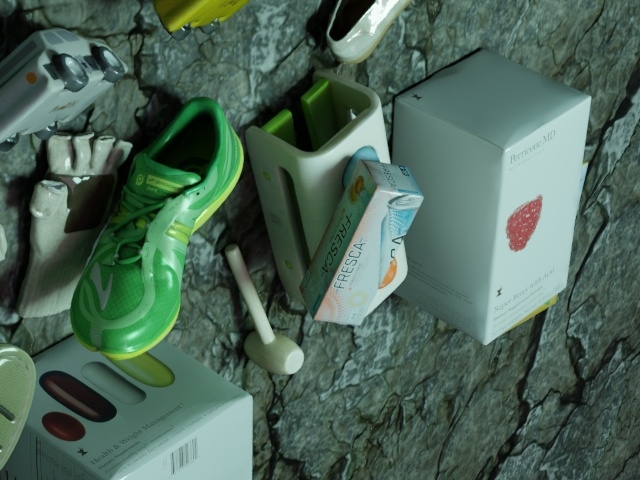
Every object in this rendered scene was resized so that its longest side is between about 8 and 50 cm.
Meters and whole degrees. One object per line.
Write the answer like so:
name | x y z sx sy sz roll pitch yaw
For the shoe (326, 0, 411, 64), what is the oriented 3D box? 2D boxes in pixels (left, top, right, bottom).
shoe | 0.074 -0.292 1.799 0.219 0.076 0.058 -58 152 0

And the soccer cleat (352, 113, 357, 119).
soccer cleat | 0.041 -0.133 1.922 0.036 0.029 0.083 -59 152 -19

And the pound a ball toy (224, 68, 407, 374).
pound a ball toy | 0.000 0.000 1.866 0.208 0.135 0.319 -42 142 -27

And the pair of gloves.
pair of gloves | -0.287 -0.011 1.552 0.240 0.042 0.204 -1 115 -53

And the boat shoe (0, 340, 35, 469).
boat shoe | -0.379 0.215 1.541 0.113 0.103 0.302 34 87 -44

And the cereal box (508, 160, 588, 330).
cereal box | 0.295 0.007 2.352 0.173 0.047 0.240 -23 131 -44

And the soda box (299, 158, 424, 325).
soda box | 0.042 0.004 1.780 0.063 0.058 0.183 7 125 -27

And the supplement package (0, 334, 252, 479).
supplement package | -0.207 0.208 1.679 0.194 0.203 0.149 -31 136 -39

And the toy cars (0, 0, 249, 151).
toy cars | -0.178 -0.200 1.504 0.393 0.087 0.176 -38 180 -32

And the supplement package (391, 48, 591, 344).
supplement package | 0.204 -0.055 2.063 0.177 0.175 0.293 -31 137 -36

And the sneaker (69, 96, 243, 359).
sneaker | -0.167 -0.020 1.607 0.123 0.109 0.296 83 25 -56
